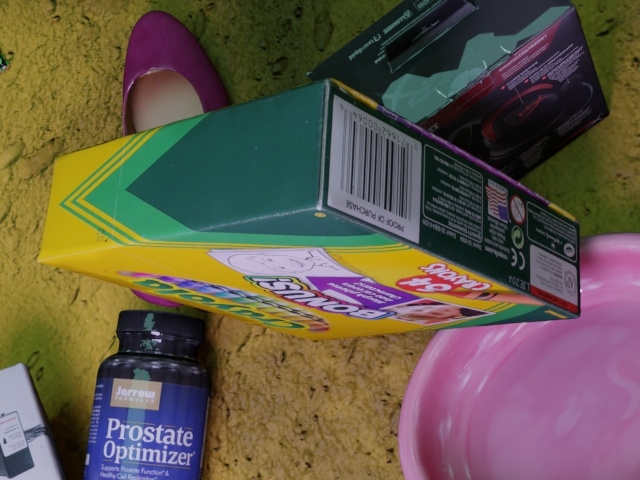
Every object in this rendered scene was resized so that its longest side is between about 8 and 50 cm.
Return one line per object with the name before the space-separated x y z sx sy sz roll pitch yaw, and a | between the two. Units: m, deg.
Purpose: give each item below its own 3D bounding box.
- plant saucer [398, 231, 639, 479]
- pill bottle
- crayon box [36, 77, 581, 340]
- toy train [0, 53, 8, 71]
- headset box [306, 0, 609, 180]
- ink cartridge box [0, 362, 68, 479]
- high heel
plant saucer | 0.228 0.142 0.972 0.332 0.084 0.332 -27 35 21
pill bottle | -0.179 0.188 1.158 0.122 0.123 0.219 0 77 21
crayon box | 0.000 0.000 0.960 0.313 0.363 0.106 -11 68 39
toy train | -0.427 -0.246 1.421 0.023 0.017 0.083 -43 66 16
headset box | 0.136 -0.140 1.029 0.218 0.293 0.110 -36 67 10
ink cartridge box | -0.308 0.256 1.150 0.086 0.153 0.208 -18 57 -14
high heel | -0.176 -0.110 1.200 0.127 0.181 0.377 -21 70 15
